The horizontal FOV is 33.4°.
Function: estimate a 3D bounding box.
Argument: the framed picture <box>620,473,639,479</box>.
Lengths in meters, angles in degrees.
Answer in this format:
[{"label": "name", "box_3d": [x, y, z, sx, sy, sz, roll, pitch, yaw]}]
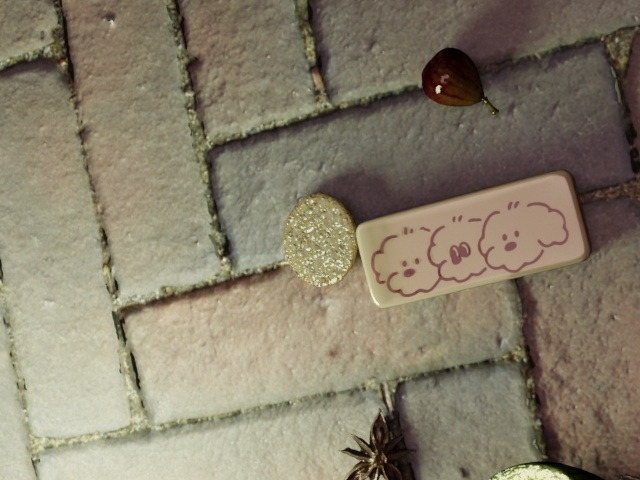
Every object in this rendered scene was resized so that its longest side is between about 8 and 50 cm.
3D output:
[{"label": "framed picture", "box_3d": [0.521, 0.499, 1.575, 0.217, 0.017, 0.275, 15, 97, 16]}]

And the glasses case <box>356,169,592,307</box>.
[{"label": "glasses case", "box_3d": [0.229, -0.001, 1.610, 0.336, 0.076, 0.144, -16, 88, 17]}]

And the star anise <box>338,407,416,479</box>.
[{"label": "star anise", "box_3d": [0.089, 0.329, 1.684, 0.124, 0.056, 0.129, 3, 89, -8]}]

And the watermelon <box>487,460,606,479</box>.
[{"label": "watermelon", "box_3d": [0.369, 0.478, 1.523, 0.330, 0.189, 0.331, -5, 85, 59]}]

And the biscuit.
[{"label": "biscuit", "box_3d": [0.000, 0.000, 1.693, 0.152, 0.020, 0.152, 4, 97, 37]}]

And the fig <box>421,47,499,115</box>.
[{"label": "fig", "box_3d": [0.216, -0.232, 1.612, 0.125, 0.089, 0.089, 33, 103, -14]}]
